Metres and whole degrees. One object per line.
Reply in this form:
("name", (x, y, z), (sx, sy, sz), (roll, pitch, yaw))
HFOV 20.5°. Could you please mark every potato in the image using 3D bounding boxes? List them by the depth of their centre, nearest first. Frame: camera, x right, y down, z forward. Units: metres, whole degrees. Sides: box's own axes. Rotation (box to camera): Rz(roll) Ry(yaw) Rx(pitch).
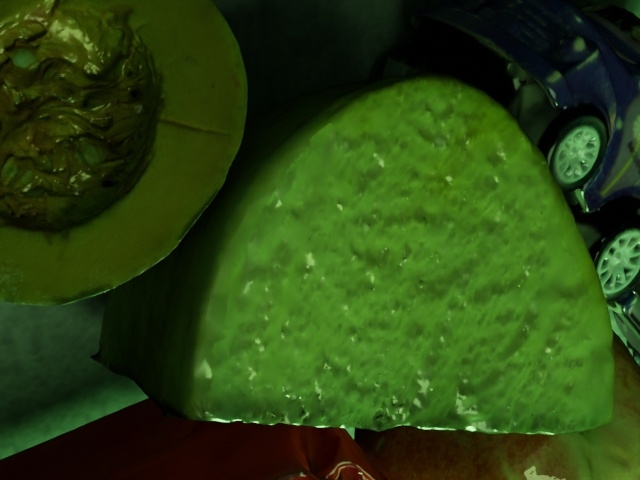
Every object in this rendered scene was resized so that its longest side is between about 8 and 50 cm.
("potato", (0.000, 0.000, 1.130), (0.330, 0.280, 0.213), (7, 91, -35))

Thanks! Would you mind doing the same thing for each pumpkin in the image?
("pumpkin", (-0.138, -0.060, 1.025), (0.217, 0.217, 0.110), (-36, 164, 2))

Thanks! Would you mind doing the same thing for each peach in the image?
("peach", (0.141, 0.169, 1.355), (0.232, 0.232, 0.257), (-11, 147, -22))

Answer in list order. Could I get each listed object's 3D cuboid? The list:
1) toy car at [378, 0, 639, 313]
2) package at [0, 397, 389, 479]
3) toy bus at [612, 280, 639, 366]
("toy car", (0.163, -0.083, 1.199), (0.158, 0.172, 0.235), (-42, 136, -15))
("package", (-0.146, 0.215, 1.194), (0.423, 0.196, 0.123), (-21, 110, -12))
("toy bus", (0.334, 0.085, 1.403), (0.142, 0.202, 0.142), (-24, 133, -11))
